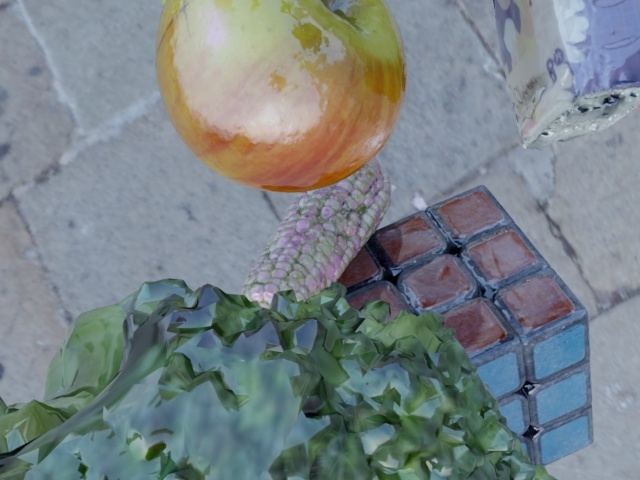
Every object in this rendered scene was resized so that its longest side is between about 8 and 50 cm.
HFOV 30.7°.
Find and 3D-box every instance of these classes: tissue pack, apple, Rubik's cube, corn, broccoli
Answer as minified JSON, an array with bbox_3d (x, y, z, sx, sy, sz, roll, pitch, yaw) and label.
[{"bbox_3d":[0.263,-0.289,1.279,0.125,0.242,0.344,-10,83,-6],"label":"tissue pack"},{"bbox_3d":[-0.047,-0.189,1.266,0.233,0.286,0.286,-42,63,36],"label":"apple"},{"bbox_3d":[0.185,0.159,1.652,0.305,0.301,0.304,-23,43,-6],"label":"Rubik's cube"},{"bbox_3d":[-0.002,-0.002,1.559,0.126,0.127,0.335,6,39,22],"label":"corn"},{"bbox_3d":[-0.058,0.119,0.404,0.260,0.288,0.235,-6,49,61],"label":"broccoli"}]

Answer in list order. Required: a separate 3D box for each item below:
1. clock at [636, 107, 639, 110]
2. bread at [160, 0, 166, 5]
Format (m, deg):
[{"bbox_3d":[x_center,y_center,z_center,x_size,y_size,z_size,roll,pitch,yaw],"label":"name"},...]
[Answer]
[{"bbox_3d":[0.435,-0.272,1.812,0.165,0.162,0.093,1,68,26],"label":"clock"},{"bbox_3d":[-0.129,-0.507,1.808,0.307,0.348,0.348,-12,72,18],"label":"bread"}]
